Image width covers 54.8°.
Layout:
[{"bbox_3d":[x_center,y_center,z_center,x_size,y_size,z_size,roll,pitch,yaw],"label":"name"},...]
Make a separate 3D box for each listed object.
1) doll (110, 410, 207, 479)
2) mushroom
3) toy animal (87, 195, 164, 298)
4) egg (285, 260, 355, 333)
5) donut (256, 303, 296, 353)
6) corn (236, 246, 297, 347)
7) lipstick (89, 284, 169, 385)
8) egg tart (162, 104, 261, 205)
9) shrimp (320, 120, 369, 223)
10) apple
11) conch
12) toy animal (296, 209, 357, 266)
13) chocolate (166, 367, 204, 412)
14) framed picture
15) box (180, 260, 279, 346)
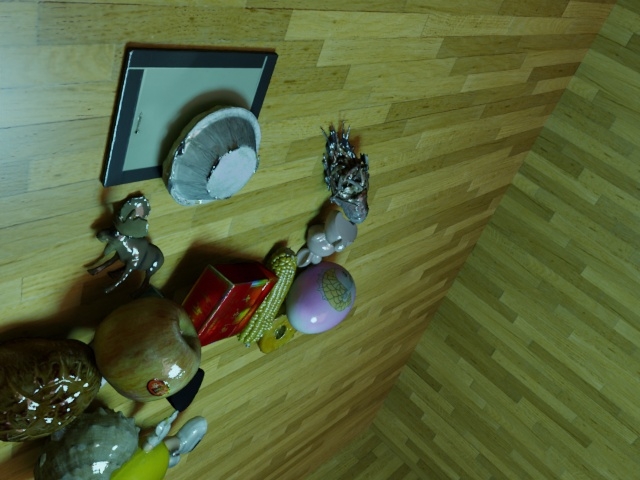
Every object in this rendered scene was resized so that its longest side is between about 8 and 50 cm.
[{"bbox_3d":[-0.479,0.612,1.703,0.348,0.161,0.423,-49,165,-12],"label":"doll"},{"bbox_3d":[-0.552,0.287,1.201,0.253,0.153,0.253,-25,141,-22],"label":"mushroom"},{"bbox_3d":[-0.371,0.011,1.207,0.186,0.094,0.214,-46,162,2],"label":"toy animal"},{"bbox_3d":[-0.002,0.178,1.865,0.271,0.196,0.196,-56,164,-42],"label":"egg"},{"bbox_3d":[-0.142,0.273,1.945,0.162,0.065,0.178,-9,134,-47],"label":"donut"},{"bbox_3d":[-0.147,0.155,1.734,0.102,0.102,0.313,0,125,-58],"label":"corn"},{"bbox_3d":[-0.462,0.241,1.379,0.317,0.066,0.068,-46,156,-9],"label":"lipstick"},{"bbox_3d":[-0.197,-0.154,1.209,0.234,0.094,0.234,-40,155,-23],"label":"egg tart"},{"bbox_3d":[0.069,-0.171,1.618,0.343,0.116,0.145,71,20,-48],"label":"shrimp"},{"bbox_3d":[-0.350,0.220,1.258,0.187,0.211,0.211,-26,153,2],"label":"apple"},{"bbox_3d":[-0.574,0.522,1.445,0.263,0.186,0.324,-48,-176,25],"label":"conch"},{"bbox_3d":[0.000,-0.002,1.778,0.212,0.124,0.124,-28,171,38],"label":"toy animal"},{"bbox_3d":[-0.386,0.380,1.681,0.125,0.080,0.149,-49,151,-31],"label":"chocolate"},{"bbox_3d":[-0.237,-0.234,1.158,0.347,0.016,0.265,-19,141,-48],"label":"framed picture"},{"bbox_3d":[-0.234,0.154,1.531,0.197,0.089,0.313,-55,168,9],"label":"box"}]
